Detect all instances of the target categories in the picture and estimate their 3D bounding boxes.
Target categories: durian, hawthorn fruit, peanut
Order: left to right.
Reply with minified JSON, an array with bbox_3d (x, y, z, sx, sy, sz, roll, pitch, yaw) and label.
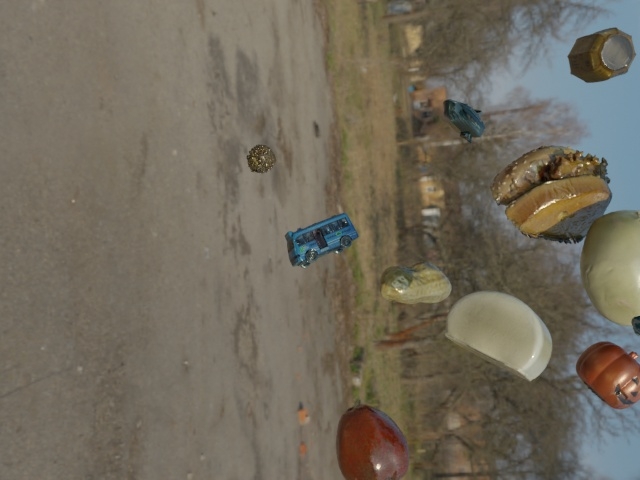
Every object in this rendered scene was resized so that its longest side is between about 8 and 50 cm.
[{"bbox_3d":[-0.152,-0.214,1.616,0.091,0.080,0.080,-23,110,-48],"label":"durian"},{"bbox_3d":[0.132,0.561,1.727,0.210,0.211,0.262,72,-6,-52],"label":"hawthorn fruit"},{"bbox_3d":[0.327,0.149,2.147,0.152,0.313,0.152,-3,-93,56],"label":"peanut"}]

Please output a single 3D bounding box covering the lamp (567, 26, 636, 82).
[{"bbox_3d":[0.864,-0.569,1.900,0.185,0.161,0.161,-132,-146,-77],"label":"lamp"}]

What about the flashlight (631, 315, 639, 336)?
[{"bbox_3d":[0.630,0.165,1.179,0.129,0.051,0.051,-10,95,-78],"label":"flashlight"}]

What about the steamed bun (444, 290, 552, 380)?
[{"bbox_3d":[0.441,0.217,1.505,0.146,0.242,0.164,35,83,-51],"label":"steamed bun"}]

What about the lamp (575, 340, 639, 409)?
[{"bbox_3d":[0.821,0.369,1.723,0.187,0.164,0.187,47,5,-5],"label":"lamp"}]

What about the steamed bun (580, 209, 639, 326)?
[{"bbox_3d":[0.912,0.085,1.748,0.334,0.233,0.311,33,65,-22],"label":"steamed bun"}]

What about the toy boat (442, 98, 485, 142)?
[{"bbox_3d":[0.449,-0.397,1.954,0.246,0.093,0.103,21,86,-57],"label":"toy boat"}]

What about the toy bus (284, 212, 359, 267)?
[{"bbox_3d":[0.000,0.000,2.170,0.134,0.246,0.113,66,-20,6],"label":"toy bus"}]

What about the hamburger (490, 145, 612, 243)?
[{"bbox_3d":[0.753,-0.172,1.932,0.446,0.287,0.268,7,47,-41],"label":"hamburger"}]
